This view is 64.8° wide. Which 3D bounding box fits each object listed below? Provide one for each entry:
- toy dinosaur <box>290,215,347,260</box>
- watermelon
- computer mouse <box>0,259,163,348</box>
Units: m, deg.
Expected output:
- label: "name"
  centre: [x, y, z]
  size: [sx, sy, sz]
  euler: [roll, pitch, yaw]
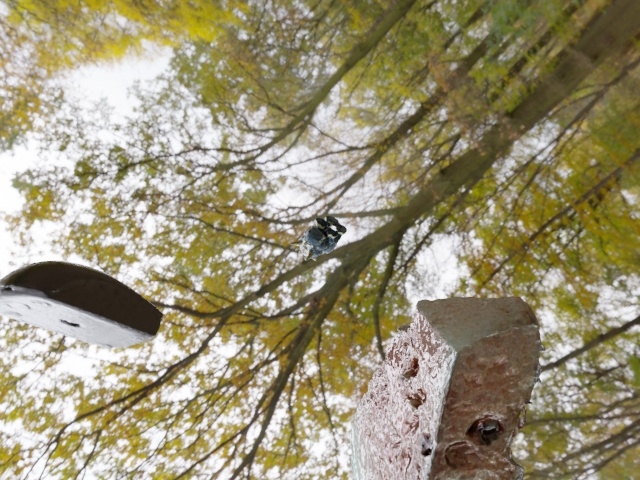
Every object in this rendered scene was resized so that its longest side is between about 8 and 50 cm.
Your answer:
- label: "toy dinosaur"
  centre: [0.000, 0.000, 0.563]
  size: [0.030, 0.047, 0.083]
  euler: [44, -156, 14]
- label: "watermelon"
  centre: [0.087, 0.138, 0.378]
  size: [0.094, 0.241, 0.154]
  euler: [-2, -147, -17]
- label: "computer mouse"
  centre: [-0.414, 0.102, 0.870]
  size: [0.269, 0.170, 0.100]
  euler: [38, -132, -45]
